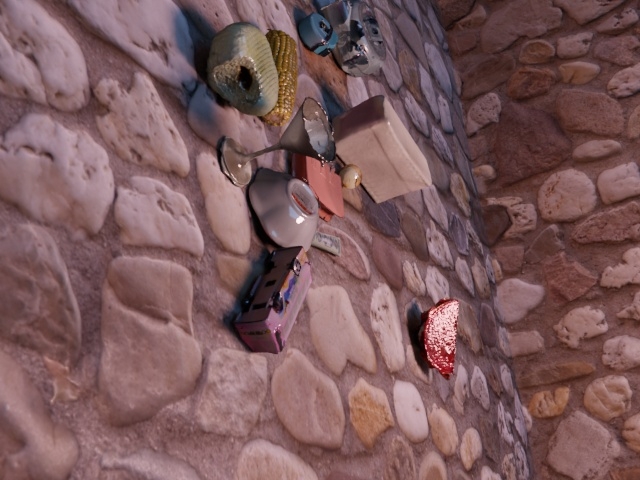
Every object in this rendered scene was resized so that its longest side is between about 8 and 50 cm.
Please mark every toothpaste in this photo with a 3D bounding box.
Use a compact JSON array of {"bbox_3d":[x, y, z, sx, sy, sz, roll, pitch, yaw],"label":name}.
[{"bbox_3d":[0.000,0.000,1.766,0.239,0.039,0.062,18,60,-60],"label":"toothpaste"}]

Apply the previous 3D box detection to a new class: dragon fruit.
[{"bbox_3d":[0.372,0.322,2.245,0.161,0.126,0.274,166,-71,-79],"label":"dragon fruit"}]

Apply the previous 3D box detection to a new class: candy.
[{"bbox_3d":[0.194,-0.284,2.133,0.359,0.208,0.145,45,36,-44],"label":"candy"}]

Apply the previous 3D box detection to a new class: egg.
[{"bbox_3d":[0.091,-0.196,2.032,0.071,0.071,0.083,60,14,-25],"label":"egg"}]

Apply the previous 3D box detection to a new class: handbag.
[{"bbox_3d":[-0.007,-0.154,1.822,0.212,0.059,0.157,35,46,-54],"label":"handbag"}]

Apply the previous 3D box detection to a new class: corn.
[{"bbox_3d":[-0.106,-0.431,1.745,0.101,0.101,0.310,38,40,-50],"label":"corn"}]

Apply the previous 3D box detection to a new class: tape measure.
[{"bbox_3d":[-0.009,-0.644,2.093,0.125,0.081,0.146,47,34,-25],"label":"tape measure"},{"bbox_3d":[0.126,-0.700,2.320,0.275,0.147,0.256,-29,102,-63],"label":"tape measure"}]

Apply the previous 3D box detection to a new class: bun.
[{"bbox_3d":[-0.184,-0.384,1.529,0.204,0.127,0.212,-23,103,-65],"label":"bun"}]

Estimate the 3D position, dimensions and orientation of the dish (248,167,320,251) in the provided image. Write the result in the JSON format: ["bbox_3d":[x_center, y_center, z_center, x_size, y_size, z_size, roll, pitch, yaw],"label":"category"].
[{"bbox_3d":[-0.063,-0.087,1.595,0.229,0.081,0.229,35,40,-36],"label":"dish"}]

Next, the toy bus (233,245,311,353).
[{"bbox_3d":[-0.092,0.124,1.450,0.274,0.090,0.112,-65,141,-53],"label":"toy bus"}]

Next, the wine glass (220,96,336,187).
[{"bbox_3d":[-0.097,-0.206,1.474,0.156,0.232,0.156,45,37,-47],"label":"wine glass"}]
